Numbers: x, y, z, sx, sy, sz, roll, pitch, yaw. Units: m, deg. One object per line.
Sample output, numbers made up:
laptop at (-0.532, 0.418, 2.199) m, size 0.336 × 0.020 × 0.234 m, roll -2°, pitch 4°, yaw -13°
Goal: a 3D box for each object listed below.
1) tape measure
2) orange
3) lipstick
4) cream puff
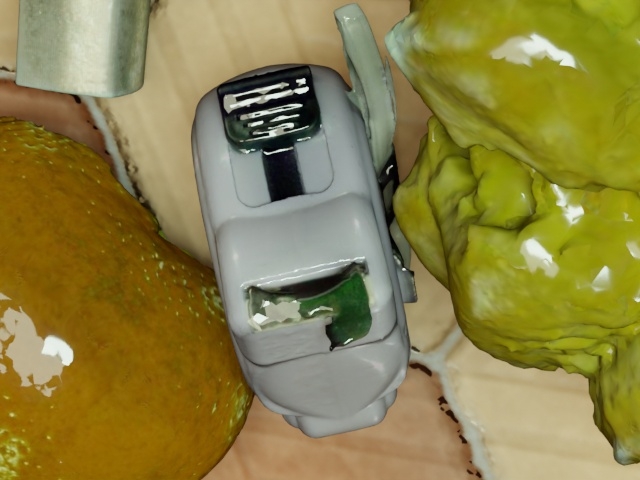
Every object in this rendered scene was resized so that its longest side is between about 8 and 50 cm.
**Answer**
tape measure at (-0.001, -0.004, 0.849) m, size 0.105 × 0.196 × 0.178 m, roll -14°, pitch 71°, yaw 2°
orange at (-0.155, 0.052, 0.911) m, size 0.237 × 0.158 × 0.179 m, roll 47°, pitch 112°, yaw 0°
lipstick at (-0.116, -0.204, 0.889) m, size 0.079 × 0.077 × 0.252 m, roll 8°, pitch 103°, yaw 12°
cream puff at (0.171, -0.067, 0.744) m, size 0.378 × 0.378 × 0.275 m, roll 49°, pitch 139°, yaw 0°
